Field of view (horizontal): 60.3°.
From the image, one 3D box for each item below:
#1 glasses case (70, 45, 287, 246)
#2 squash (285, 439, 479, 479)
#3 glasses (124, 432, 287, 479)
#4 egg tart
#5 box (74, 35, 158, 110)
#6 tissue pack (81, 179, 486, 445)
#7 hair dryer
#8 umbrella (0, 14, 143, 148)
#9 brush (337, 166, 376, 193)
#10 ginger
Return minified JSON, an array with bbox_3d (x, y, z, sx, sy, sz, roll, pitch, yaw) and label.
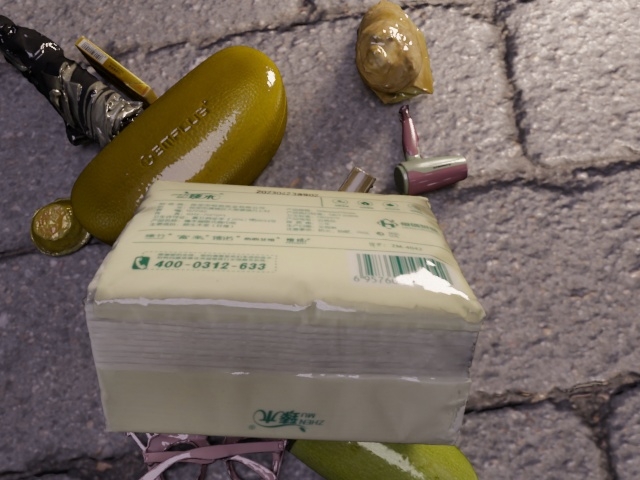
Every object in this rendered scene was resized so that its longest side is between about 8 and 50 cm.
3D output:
[{"bbox_3d":[-0.195,-0.131,0.825,0.173,0.141,0.371,43,81,12],"label":"glasses case"},{"bbox_3d":[0.091,0.281,0.702,0.247,0.132,0.133,32,79,11],"label":"squash"},{"bbox_3d":[-0.157,0.256,0.745,0.255,0.095,0.162,-4,67,0],"label":"glasses"},{"bbox_3d":[-0.409,-0.024,0.860,0.105,0.039,0.105,-1,77,3],"label":"egg tart"},{"bbox_3d":[-0.321,-0.260,0.893,0.156,0.089,0.022,38,81,10],"label":"box"},{"bbox_3d":[-0.037,0.068,0.650,0.380,0.297,0.207,4,119,-3],"label":"tissue pack"},{"bbox_3d":[0.154,-0.149,0.862,0.106,0.054,0.154,-16,70,-6],"label":"hair dryer"},{"bbox_3d":[-0.432,-0.255,0.891,0.357,0.113,0.106,37,53,17],"label":"umbrella"},{"bbox_3d":[0.000,0.000,0.837,0.043,0.036,0.248,33,86,15],"label":"brush"},{"bbox_3d":[0.101,-0.324,0.879,0.115,0.122,0.193,-18,68,19],"label":"ginger"}]
